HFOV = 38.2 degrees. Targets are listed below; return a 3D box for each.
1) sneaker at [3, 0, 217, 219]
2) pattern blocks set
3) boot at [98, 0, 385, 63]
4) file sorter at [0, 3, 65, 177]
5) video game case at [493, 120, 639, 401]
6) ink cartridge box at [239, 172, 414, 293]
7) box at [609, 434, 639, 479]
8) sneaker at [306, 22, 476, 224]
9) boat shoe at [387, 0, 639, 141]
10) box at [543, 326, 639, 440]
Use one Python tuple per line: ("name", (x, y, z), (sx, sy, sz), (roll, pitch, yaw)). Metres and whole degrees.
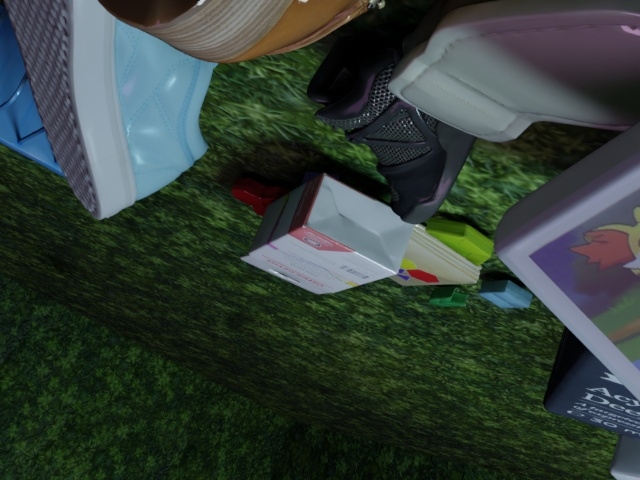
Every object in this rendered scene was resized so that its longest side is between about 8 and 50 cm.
("sneaker", (-0.145, -0.175, 0.691), (0.135, 0.150, 0.366), (48, 153, 22))
("pattern blocks set", (0.083, 0.004, 1.081), (0.285, 0.026, 0.325), (1, 154, 47))
("boot", (0.042, -0.179, 0.416), (0.109, 0.283, 0.220), (48, -164, 4))
("file sorter", (-0.242, -0.144, 0.853), (0.170, 0.118, 0.104), (31, 156, -30))
("video game case", (0.278, 0.019, 0.307), (0.300, 0.036, 0.329), (44, 129, -11))
("ink cartridge box", (0.000, 0.000, 1.005), (0.115, 0.067, 0.198), (27, 160, -19))
("box", (0.474, 0.172, 0.847), (0.345, 0.215, 0.168), (10, 160, 31))
("sneaker", (0.058, -0.093, 0.731), (0.130, 0.087, 0.227), (20, 159, 6))
("boat shoe", (0.113, -0.111, 0.469), (0.109, 0.091, 0.305), (27, 179, -11))
("box", (0.326, 0.017, 0.555), (0.293, 0.212, 0.395), (17, 161, 12))
